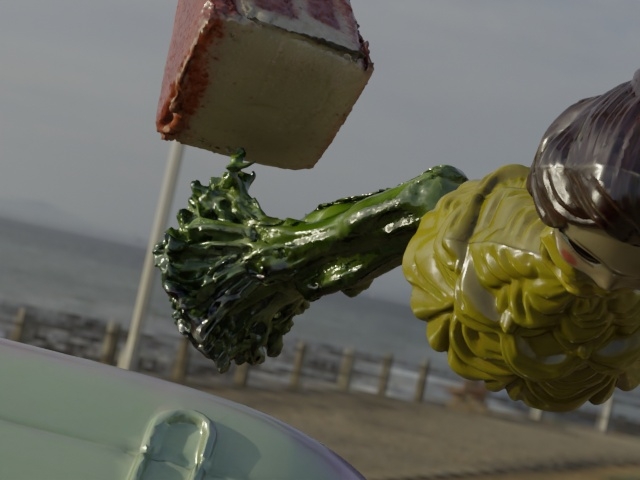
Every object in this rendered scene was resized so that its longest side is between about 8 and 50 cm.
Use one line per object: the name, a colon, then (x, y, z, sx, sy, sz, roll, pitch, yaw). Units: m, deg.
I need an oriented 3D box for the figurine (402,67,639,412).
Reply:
figurine: (0.161, 0.002, 0.885, 0.187, 0.168, 0.315, 45, -11, 6)

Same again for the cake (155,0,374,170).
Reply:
cake: (-0.057, -0.180, 1.342, 0.158, 0.160, 0.262, 16, 32, -16)

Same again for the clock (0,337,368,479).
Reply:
clock: (-0.119, 0.172, 0.527, 0.265, 0.324, 0.109, 12, 43, 4)

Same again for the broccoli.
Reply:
broccoli: (0.002, 0.007, 1.215, 0.304, 0.146, 0.165, -20, -49, 38)
